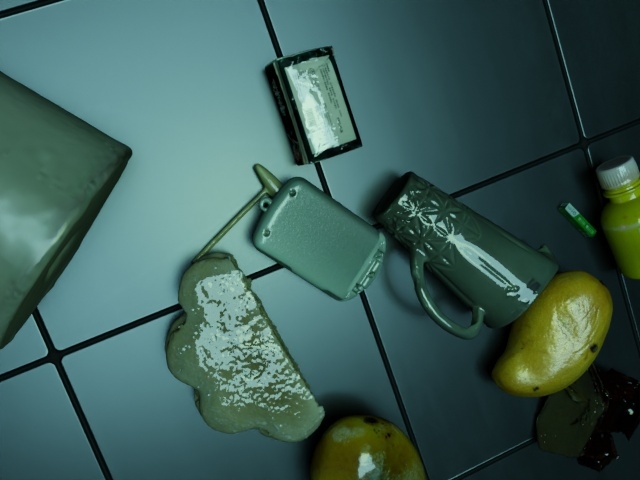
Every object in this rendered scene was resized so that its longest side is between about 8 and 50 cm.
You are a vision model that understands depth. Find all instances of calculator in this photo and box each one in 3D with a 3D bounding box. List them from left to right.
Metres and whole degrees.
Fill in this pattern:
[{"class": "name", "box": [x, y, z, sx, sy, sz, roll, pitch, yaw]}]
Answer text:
[{"class": "calculator", "box": [0.000, 0.000, 1.084, 0.246, 0.045, 0.141, 33, 88, -23]}]

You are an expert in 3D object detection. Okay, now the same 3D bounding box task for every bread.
[{"class": "bread", "box": [-0.136, 0.191, 1.050, 0.183, 0.102, 0.337, -32, 101, -10]}]

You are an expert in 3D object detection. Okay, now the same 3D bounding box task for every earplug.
[{"class": "earplug", "box": [-0.489, -0.089, 0.831, 0.394, 0.312, 0.313, 32, 86, -12]}]

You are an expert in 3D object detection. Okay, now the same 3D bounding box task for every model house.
[{"class": "model house", "box": [0.518, 0.328, 1.244, 0.164, 0.141, 0.203, 13, 113, -35]}]

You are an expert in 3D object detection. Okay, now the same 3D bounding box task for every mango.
[{"class": "mango", "box": [0.090, 0.432, 1.114, 0.192, 0.146, 0.316, -21, 110, -9]}, {"class": "mango", "box": [0.416, 0.171, 1.188, 0.157, 0.109, 0.262, 38, 97, 7]}]

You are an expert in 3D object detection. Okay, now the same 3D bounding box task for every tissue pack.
[{"class": "tissue pack", "box": [-0.011, -0.214, 1.053, 0.103, 0.090, 0.170, -20, 102, -12]}]

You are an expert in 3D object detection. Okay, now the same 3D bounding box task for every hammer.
[{"class": "hammer", "box": [-0.146, -0.039, 1.067, 0.060, 0.028, 0.195, 45, 84, -10]}]

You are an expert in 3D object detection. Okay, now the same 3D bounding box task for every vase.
[{"class": "vase", "box": [0.230, 0.021, 1.113, 0.300, 0.156, 0.251, 37, 66, -9]}]

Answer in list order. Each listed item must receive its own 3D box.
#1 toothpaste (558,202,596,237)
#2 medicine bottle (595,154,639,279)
[{"class": "toothpaste", "box": [0.481, -0.038, 1.237, 0.083, 0.020, 0.017, 42, 82, -15]}, {"class": "medicine bottle", "box": [0.575, -0.047, 1.210, 0.121, 0.122, 0.213, -29, 102, -11]}]
